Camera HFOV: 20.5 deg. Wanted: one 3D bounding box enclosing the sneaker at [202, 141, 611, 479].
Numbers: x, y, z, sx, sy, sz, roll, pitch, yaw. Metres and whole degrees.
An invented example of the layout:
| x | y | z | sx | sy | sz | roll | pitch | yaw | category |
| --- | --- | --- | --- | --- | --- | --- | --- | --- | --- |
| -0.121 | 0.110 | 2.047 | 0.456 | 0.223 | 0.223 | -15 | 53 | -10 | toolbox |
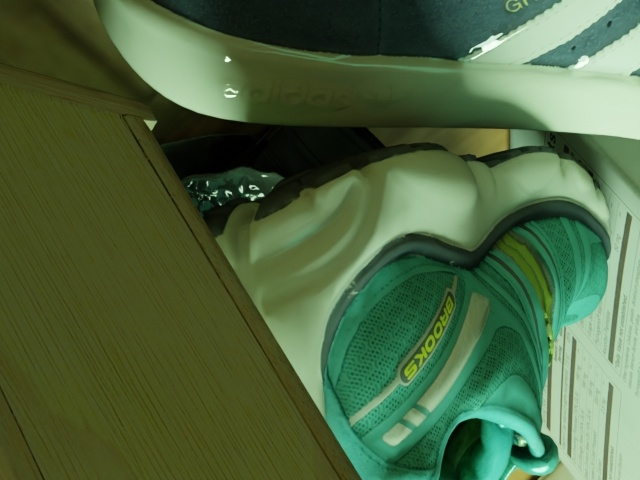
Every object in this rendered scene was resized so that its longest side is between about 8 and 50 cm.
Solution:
| x | y | z | sx | sy | sz | roll | pitch | yaw | category |
| --- | --- | --- | --- | --- | --- | --- | --- | --- | --- |
| 0.033 | 0.033 | 0.573 | 0.107 | 0.110 | 0.275 | -18 | 176 | 23 | sneaker |

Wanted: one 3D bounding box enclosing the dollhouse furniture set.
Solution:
| x | y | z | sx | sy | sz | roll | pitch | yaw | category |
| --- | --- | --- | --- | --- | --- | --- | --- | --- | --- |
| -0.116 | 0.094 | 0.425 | 0.212 | 0.161 | 0.242 | 13 | 125 | -46 | dollhouse furniture set |

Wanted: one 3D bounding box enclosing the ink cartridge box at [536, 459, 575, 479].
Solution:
| x | y | z | sx | sy | sz | roll | pitch | yaw | category |
| --- | --- | --- | --- | --- | --- | --- | --- | --- | --- |
| 0.259 | 0.303 | 0.949 | 0.166 | 0.285 | 0.395 | -49 | 136 | 12 | ink cartridge box |

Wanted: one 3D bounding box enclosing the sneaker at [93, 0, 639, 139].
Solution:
| x | y | z | sx | sy | sz | roll | pitch | yaw | category |
| --- | --- | --- | --- | --- | --- | --- | --- | --- | --- |
| 0.103 | -0.122 | 0.592 | 0.350 | 0.131 | 0.148 | -5 | 134 | -28 | sneaker |

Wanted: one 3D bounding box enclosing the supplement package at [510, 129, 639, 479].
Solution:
| x | y | z | sx | sy | sz | roll | pitch | yaw | category |
| --- | --- | --- | --- | --- | --- | --- | --- | --- | --- |
| 0.223 | 0.044 | 0.715 | 0.199 | 0.262 | 0.198 | -20 | 135 | -17 | supplement package |

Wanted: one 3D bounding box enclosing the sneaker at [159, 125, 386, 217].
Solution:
| x | y | z | sx | sy | sz | roll | pitch | yaw | category |
| --- | --- | --- | --- | --- | --- | --- | --- | --- | --- |
| 0.001 | 0.002 | 0.700 | 0.089 | 0.051 | 0.170 | -42 | 132 | 8 | sneaker |
